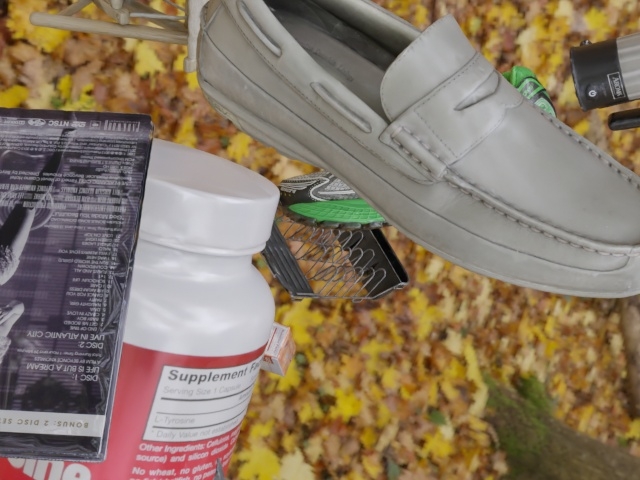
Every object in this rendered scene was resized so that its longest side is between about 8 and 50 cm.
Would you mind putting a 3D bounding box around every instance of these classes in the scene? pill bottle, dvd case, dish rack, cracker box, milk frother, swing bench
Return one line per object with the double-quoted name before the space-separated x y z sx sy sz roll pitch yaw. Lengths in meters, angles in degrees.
"pill bottle" -0.176 0.121 0.887 0.229 0.229 0.407 1 111 -50
"dvd case" -0.192 0.016 0.566 0.018 0.165 0.221 94 -1 -61
"dish rack" 0.000 0.000 1.468 0.074 0.208 0.272 -43 153 26
"cracker box" -0.165 0.164 1.733 0.155 0.232 0.067 84 26 -71
"milk frother" 0.385 -0.221 1.188 0.129 0.135 0.143 52 36 -48
"swing bench" -0.235 -0.390 1.258 0.165 0.255 0.253 -59 163 -51

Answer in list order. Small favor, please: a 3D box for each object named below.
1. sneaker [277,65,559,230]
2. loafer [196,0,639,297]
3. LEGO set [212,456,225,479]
"sneaker" 0.108 -0.102 1.123 0.344 0.134 0.146 -19 94 -4
"loafer" 0.061 -0.074 0.568 0.112 0.320 0.111 -49 160 -40
"LEGO set" -0.072 0.263 0.388 0.255 0.192 0.331 13 53 -55
